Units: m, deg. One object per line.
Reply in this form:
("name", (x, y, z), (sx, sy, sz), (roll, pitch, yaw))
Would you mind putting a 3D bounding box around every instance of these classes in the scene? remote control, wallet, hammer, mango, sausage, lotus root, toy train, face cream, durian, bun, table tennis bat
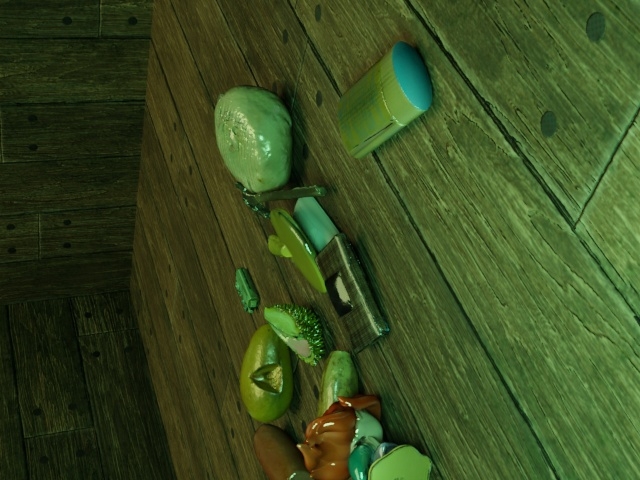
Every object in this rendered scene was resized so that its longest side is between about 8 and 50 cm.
("remote control", (0.001, 0.000, 1.944), (0.293, 0.051, 0.103), (-128, 39, -52))
("wallet", (0.060, 0.109, 1.784), (0.124, 0.042, 0.230), (-46, 64, 51))
("hammer", (-0.086, -0.104, 1.996), (0.297, 0.027, 0.125), (-6, 131, 52))
("mango", (-0.139, 0.345, 2.276), (0.167, 0.130, 0.262), (-4, 87, 62))
("sausage", (-0.102, 0.572, 2.265), (0.259, 0.114, 0.113), (-136, 45, -56))
("lotus root", (0.038, 0.367, 1.888), (0.110, 0.097, 0.258), (167, 101, -71))
("toy train", (-0.216, 0.147, 2.533), (0.148, 0.038, 0.071), (-119, 34, -45))
("face cream", (0.112, -0.254, 1.582), (0.285, 0.067, 0.139), (150, 112, -67))
("durian", (-0.042, 0.213, 2.053), (0.137, 0.095, 0.221), (55, 170, -28))
("bun", (-0.149, -0.249, 2.109), (0.273, 0.168, 0.273), (44, 144, 44))
("table tennis bat", (-0.062, 0.020, 2.038), (0.224, 0.054, 0.369), (60, 168, -9))

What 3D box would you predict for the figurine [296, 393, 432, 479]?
("figurine", (0.070, 0.400, 1.675), (0.257, 0.208, 0.181), (35, 160, 55))
